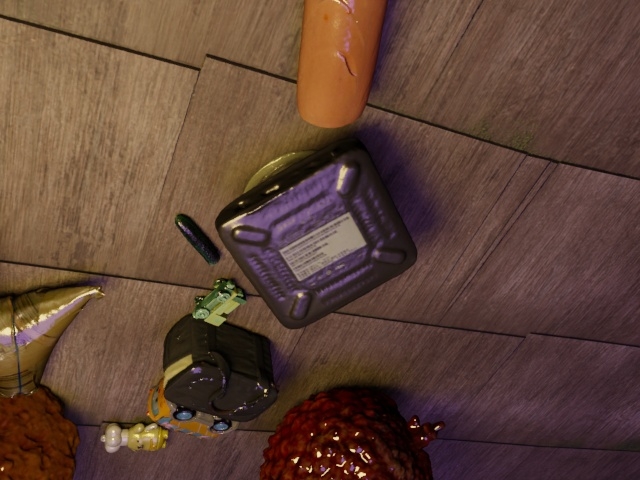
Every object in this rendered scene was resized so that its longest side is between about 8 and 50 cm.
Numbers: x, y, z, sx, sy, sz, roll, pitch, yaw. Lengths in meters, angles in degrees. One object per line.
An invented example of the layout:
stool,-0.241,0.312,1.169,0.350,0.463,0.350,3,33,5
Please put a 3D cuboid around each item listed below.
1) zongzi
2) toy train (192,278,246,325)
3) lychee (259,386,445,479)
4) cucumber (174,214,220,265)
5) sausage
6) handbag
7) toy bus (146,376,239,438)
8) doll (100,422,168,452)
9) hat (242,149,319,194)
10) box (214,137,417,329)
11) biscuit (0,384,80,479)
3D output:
zongzi,-0.544,0.200,1.299,0.289,0.123,0.260,-13,138,-8
toy train,-0.213,0.131,1.361,0.122,0.050,0.081,-39,134,21
lychee,0.086,0.565,1.584,0.499,0.425,0.425,-25,133,8
cucumber,-0.238,-0.003,1.242,0.032,0.032,0.133,-25,132,9
sausage,0.033,-0.319,0.957,0.121,0.121,0.304,-2,133,-12
handbag,-0.225,0.292,1.414,0.254,0.181,0.181,28,120,-32
toy bus,-0.304,0.390,1.529,0.136,0.126,0.209,-35,131,29
doll,-0.469,0.498,1.626,0.162,0.062,0.106,7,125,-18
hat,-0.020,-0.037,1.211,0.251,0.110,0.252,-7,132,-7
box,0.000,0.000,1.128,0.290,0.073,0.289,-29,122,2
biscuit,-0.675,0.465,1.318,0.342,0.395,0.166,33,115,-34
